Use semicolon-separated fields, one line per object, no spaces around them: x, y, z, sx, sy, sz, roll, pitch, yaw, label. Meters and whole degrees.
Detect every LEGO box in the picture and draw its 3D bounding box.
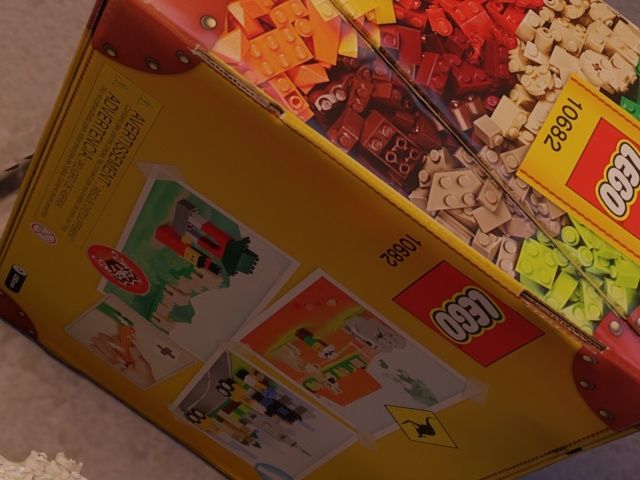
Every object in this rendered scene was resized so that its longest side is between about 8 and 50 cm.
0.000;0.000;0.869;0.372;0.500;0.193;36;60;-6;LEGO box

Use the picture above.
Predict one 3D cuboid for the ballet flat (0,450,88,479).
-0.346;0.190;0.876;0.408;0.147;0.147;11;65;-22;ballet flat
